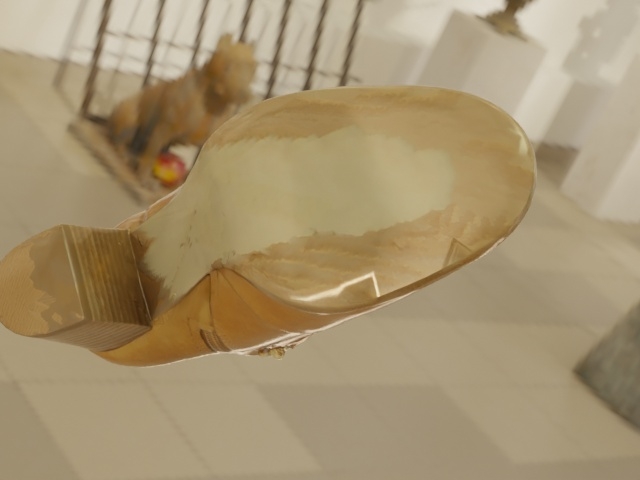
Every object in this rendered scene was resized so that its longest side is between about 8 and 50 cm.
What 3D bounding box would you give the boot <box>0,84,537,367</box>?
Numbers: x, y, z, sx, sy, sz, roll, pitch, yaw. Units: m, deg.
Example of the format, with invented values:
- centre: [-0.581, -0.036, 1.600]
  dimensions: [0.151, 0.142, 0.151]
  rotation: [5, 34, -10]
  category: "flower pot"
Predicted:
- centre: [0.000, 0.001, 0.763]
  dimensions: [0.211, 0.295, 0.104]
  rotation: [9, 68, -63]
  category: "boot"
